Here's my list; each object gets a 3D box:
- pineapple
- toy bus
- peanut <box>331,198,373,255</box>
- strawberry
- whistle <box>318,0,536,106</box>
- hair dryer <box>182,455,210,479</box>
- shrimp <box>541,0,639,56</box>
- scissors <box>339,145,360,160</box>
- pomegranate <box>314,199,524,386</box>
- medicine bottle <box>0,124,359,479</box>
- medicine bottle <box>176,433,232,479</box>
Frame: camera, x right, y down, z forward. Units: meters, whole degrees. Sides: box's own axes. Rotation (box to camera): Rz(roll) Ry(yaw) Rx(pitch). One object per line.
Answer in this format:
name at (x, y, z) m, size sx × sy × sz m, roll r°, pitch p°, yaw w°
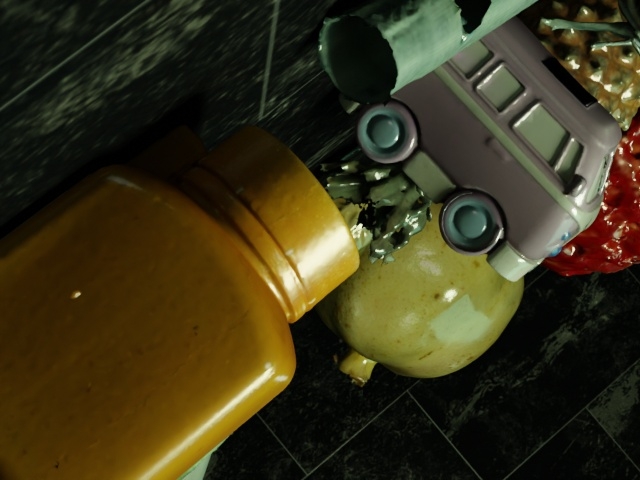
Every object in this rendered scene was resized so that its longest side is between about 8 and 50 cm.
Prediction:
pineapple at (0.173, -0.112, 1.214) m, size 0.361 × 0.175 × 0.175 m, roll -40°, pitch 175°, yaw -10°
toy bus at (0.131, -0.082, 0.930) m, size 0.142 × 0.202 × 0.142 m, roll -44°, pitch 174°, yaw 19°
peanut at (0.000, 0.000, 1.410) m, size 0.194 × 0.083 × 0.093 m, roll -44°, pitch 141°, yaw -15°
strawberry at (0.358, -0.092, 1.406) m, size 0.295 × 0.345 × 0.317 m, roll -18°, pitch 118°, yaw -45°
whistle at (0.117, -0.176, 0.801) m, size 0.312 × 0.062 × 0.062 m, roll -36°, pitch 174°, yaw -38°
hair dryer at (-0.166, 0.278, 1.766) m, size 0.173 × 0.107 × 0.357 m, roll -46°, pitch -158°, yaw 50°
shrimp at (0.266, -0.175, 0.899) m, size 0.172 × 0.137 × 0.372 m, roll -43°, pitch -162°, yaw 32°
scissors at (0.037, -0.094, 1.261) m, size 0.083 × 0.006 × 0.036 m, roll -37°, pitch 176°, yaw -29°
pomegranate at (0.124, 0.062, 1.719) m, size 0.319 × 0.319 × 0.319 m, roll -40°, pitch 175°, yaw -4°
medicine bottle at (-0.094, 0.044, 0.647) m, size 0.222 × 0.149 × 0.112 m, roll -39°, pitch 173°, yaw -15°
medicine bottle at (-0.212, 0.245, 1.638) m, size 0.147 × 0.143 × 0.147 m, roll -40°, pitch 170°, yaw -8°
